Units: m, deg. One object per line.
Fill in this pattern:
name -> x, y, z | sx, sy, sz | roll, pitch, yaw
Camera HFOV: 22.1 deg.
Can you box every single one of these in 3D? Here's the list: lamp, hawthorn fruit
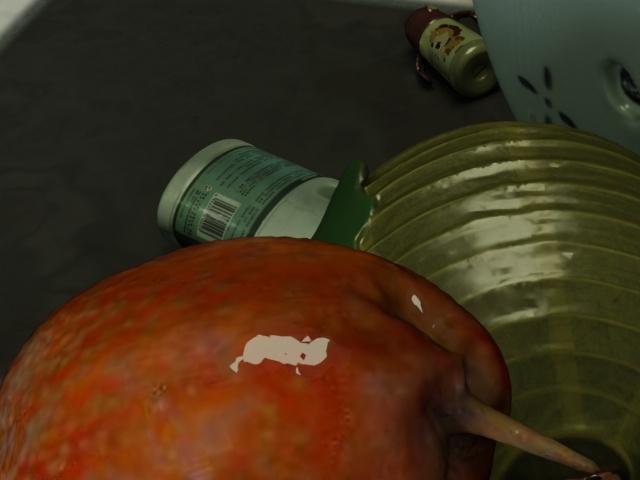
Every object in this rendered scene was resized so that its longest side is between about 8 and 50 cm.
lamp -> 0.109, 0.071, 0.861 | 0.250, 0.250, 0.284 | -11, 30, -3
hawthorn fruit -> -0.011, 0.094, 0.704 | 0.262, 0.210, 0.210 | -19, 33, 26

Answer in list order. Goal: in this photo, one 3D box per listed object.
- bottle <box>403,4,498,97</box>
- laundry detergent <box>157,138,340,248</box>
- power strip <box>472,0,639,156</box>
bottle -> 0.100, -0.154, 1.303 | 0.063, 0.047, 0.101 | -31, 42, -11
laundry detergent -> 0.000, 0.000, 1.110 | 0.225, 0.070, 0.099 | 23, 41, 34
power strip -> 0.228, -0.125, 0.941 | 0.161, 0.357, 0.357 | -28, 42, -13
